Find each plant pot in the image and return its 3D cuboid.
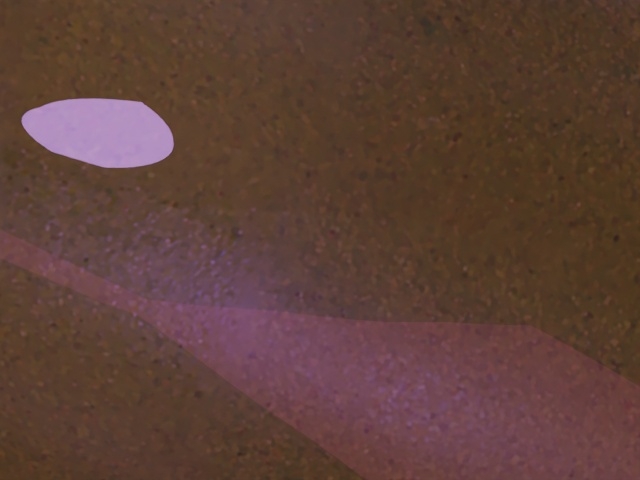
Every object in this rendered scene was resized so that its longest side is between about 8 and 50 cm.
[{"bbox_3d":[0.000,0.000,0.548,0.353,0.366,0.366,18,119,-21],"label":"plant pot"}]
